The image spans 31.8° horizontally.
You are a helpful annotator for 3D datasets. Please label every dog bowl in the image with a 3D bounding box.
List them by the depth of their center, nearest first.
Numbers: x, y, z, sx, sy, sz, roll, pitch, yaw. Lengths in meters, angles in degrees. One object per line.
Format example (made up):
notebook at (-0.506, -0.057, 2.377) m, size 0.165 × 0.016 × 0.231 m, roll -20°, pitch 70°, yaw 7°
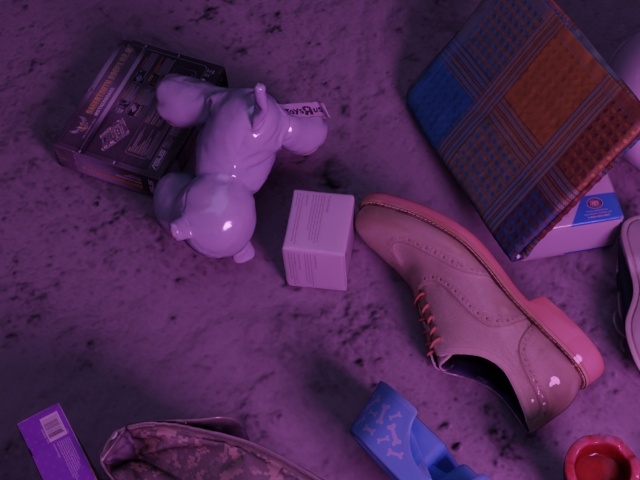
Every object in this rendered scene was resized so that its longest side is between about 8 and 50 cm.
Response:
dog bowl at (0.146, 0.291, 1.328) m, size 0.074 × 0.166 × 0.297 m, roll -43°, pitch 54°, yaw -7°

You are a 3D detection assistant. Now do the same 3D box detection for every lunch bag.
lunch bag at (-0.105, 0.311, 1.292) m, size 0.287 × 0.235 × 0.169 m, roll 25°, pitch 68°, yaw 16°

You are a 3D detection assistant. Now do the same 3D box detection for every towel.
towel at (0.274, -0.183, 1.564) m, size 0.271 × 0.040 × 0.370 m, roll -49°, pitch 45°, yaw 24°

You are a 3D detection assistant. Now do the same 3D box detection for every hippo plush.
hippo plush at (-0.109, -0.089, 1.567) m, size 0.294 × 0.234 × 0.237 m, roll 16°, pitch 93°, yaw 49°

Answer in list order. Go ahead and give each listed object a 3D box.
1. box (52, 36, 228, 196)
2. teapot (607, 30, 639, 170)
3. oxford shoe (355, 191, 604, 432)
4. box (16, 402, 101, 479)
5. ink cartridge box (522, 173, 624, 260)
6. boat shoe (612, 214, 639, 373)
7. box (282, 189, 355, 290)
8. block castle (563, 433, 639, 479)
box at (-0.270, -0.189, 1.712) m, size 0.183 × 0.056 × 0.231 m, roll 17°, pitch 61°, yaw 14°
teapot at (0.491, -0.217, 1.607) m, size 0.252 × 0.256 × 0.187 m, roll -41°, pitch 36°, yaw 1°
oxford shoe at (0.175, 0.085, 1.477) m, size 0.397 × 0.140 × 0.146 m, roll 39°, pitch 73°, yaw 24°
box at (-0.248, 0.354, 1.293) m, size 0.057 × 0.201 × 0.293 m, roll -27°, pitch 60°, yaw -14°
ink cartridge box at (0.331, -0.079, 1.598) m, size 0.139 × 0.082 × 0.191 m, roll -9°, pitch 56°, yaw -3°
boat shoe at (0.436, 0.088, 1.493) m, size 0.095 × 0.079 × 0.255 m, roll -5°, pitch 56°, yaw 2°
box at (0.000, 0.000, 1.556) m, size 0.087 × 0.102 × 0.101 m, roll 5°, pitch 58°, yaw 8°
block castle at (0.482, 0.394, 1.225) m, size 0.453 × 0.213 × 0.303 m, roll 7°, pitch 59°, yaw 7°
